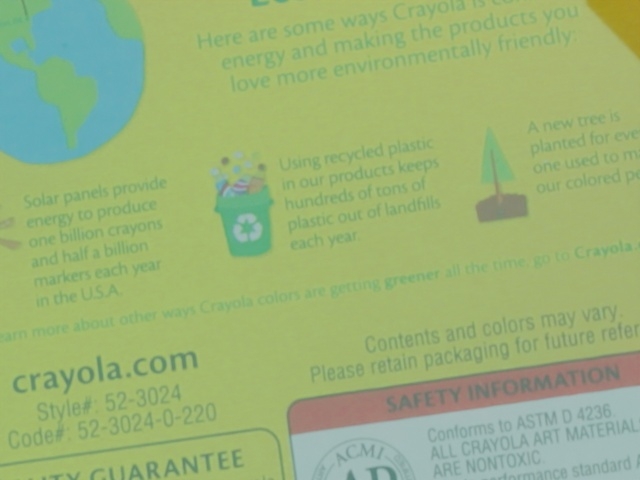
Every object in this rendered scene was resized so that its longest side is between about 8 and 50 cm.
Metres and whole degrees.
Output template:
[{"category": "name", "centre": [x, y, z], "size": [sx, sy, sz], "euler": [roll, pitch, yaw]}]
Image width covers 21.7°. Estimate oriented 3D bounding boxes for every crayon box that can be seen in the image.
[{"category": "crayon box", "centre": [0.000, 0.000, 0.448], "size": [0.202, 0.081, 0.319], "euler": [-8, 83, 2]}]
